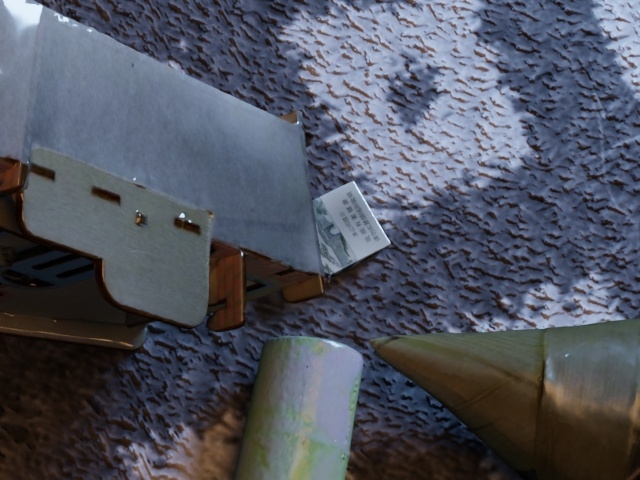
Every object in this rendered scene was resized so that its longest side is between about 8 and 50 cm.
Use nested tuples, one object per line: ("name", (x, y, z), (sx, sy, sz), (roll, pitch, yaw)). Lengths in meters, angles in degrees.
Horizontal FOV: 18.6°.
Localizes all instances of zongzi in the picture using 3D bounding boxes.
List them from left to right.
("zongzi", (0.233, 0.070, 1.354), (0.317, 0.154, 0.289), (37, 56, 3))

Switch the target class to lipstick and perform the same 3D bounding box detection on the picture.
("lipstick", (-0.033, 0.212, 1.247), (0.076, 0.076, 0.304), (16, 67, -13))

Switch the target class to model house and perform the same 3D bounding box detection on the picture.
("model house", (-0.184, -0.020, 1.194), (0.326, 0.244, 0.169), (22, 64, -47))

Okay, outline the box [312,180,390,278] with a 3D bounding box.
("box", (0.000, 0.000, 1.360), (0.083, 0.024, 0.054), (-27, 83, -25))
